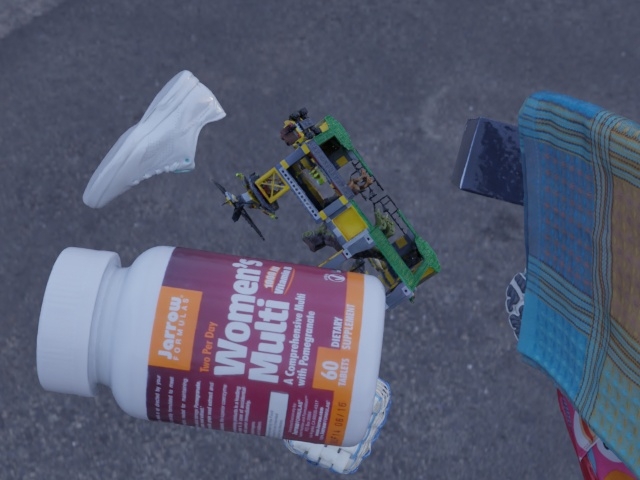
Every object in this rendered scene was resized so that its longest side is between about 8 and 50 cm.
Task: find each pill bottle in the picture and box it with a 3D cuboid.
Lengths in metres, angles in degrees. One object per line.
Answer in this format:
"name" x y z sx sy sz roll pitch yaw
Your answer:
"pill bottle" -0.072 0.069 0.681 0.221 0.121 0.121 8 41 -1

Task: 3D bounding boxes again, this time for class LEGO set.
"LEGO set" 0.000 0.000 1.379 0.192 0.331 0.255 -35 11 20

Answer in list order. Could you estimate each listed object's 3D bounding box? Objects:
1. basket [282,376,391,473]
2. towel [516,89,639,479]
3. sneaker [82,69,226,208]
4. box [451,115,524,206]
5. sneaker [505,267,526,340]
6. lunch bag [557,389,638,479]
"basket" 0.038 0.369 2.126 0.201 0.289 0.255 26 86 8
"towel" 0.232 0.041 0.763 0.040 0.272 0.370 -6 18 -8
"sneaker" -0.206 -0.108 1.248 0.212 0.094 0.080 -48 21 -1
"box" 0.252 -0.090 1.220 0.158 0.093 0.156 16 7 2
"sneaker" 0.350 0.154 1.329 0.107 0.110 0.275 -41 83 6
"lunch bag" 0.373 0.145 0.998 0.258 0.120 0.293 8 45 -14
